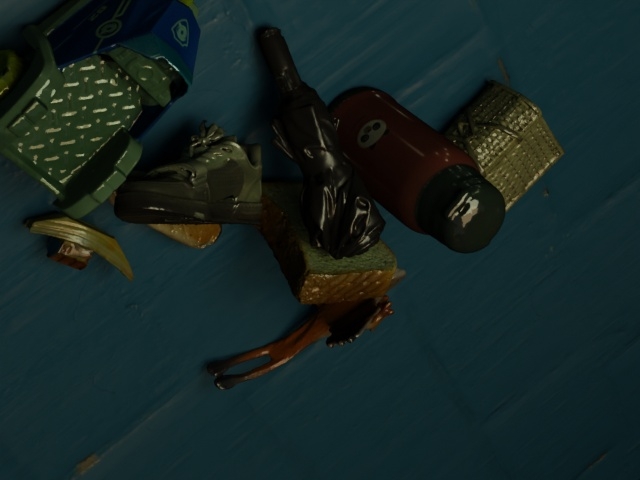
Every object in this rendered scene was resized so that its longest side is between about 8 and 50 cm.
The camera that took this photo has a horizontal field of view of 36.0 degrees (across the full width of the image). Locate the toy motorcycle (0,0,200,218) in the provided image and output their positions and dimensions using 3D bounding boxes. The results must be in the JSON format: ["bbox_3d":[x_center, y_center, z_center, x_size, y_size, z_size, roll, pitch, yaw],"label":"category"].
[{"bbox_3d":[-0.258,-0.195,1.198,0.326,0.200,0.191,-44,133,1],"label":"toy motorcycle"}]

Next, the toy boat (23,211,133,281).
[{"bbox_3d":[-0.331,0.009,1.373,0.172,0.065,0.066,28,88,-37],"label":"toy boat"}]

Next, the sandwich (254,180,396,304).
[{"bbox_3d":[0.000,0.000,1.484,0.186,0.214,0.065,-1,133,-33],"label":"sandwich"}]

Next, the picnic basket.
[{"bbox_3d":[0.273,-0.146,1.633,0.196,0.134,0.154,-46,132,1],"label":"picnic basket"}]

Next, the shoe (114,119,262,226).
[{"bbox_3d":[-0.174,-0.094,1.339,0.293,0.109,0.149,5,86,-62],"label":"shoe"}]

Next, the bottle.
[{"bbox_3d":[0.132,-0.098,1.429,0.144,0.336,0.144,-16,127,-23],"label":"bottle"}]

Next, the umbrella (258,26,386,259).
[{"bbox_3d":[-0.009,-0.136,1.384,0.118,0.118,0.340,-23,95,-20],"label":"umbrella"}]

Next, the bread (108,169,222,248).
[{"bbox_3d":[-0.225,-0.049,1.415,0.214,0.053,0.073,31,92,-46],"label":"bread"}]

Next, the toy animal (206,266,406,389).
[{"bbox_3d":[0.006,0.148,1.658,0.302,0.225,0.284,4,136,-49],"label":"toy animal"}]
